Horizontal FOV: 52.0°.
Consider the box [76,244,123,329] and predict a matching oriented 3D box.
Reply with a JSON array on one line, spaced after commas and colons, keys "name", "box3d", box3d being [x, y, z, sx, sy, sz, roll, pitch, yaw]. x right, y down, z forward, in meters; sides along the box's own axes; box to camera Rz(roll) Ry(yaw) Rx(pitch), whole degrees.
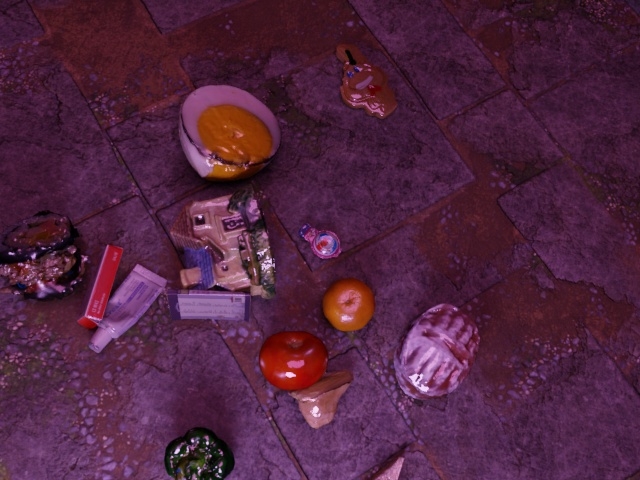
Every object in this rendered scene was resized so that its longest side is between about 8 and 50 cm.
[{"name": "box", "box3d": [-0.629, 0.133, 1.871, 0.050, 0.123, 0.229, 21, 65, -24]}]

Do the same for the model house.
[{"name": "model house", "box3d": [-0.286, 0.019, 1.890, 0.266, 0.261, 0.321, -12, 66, -9]}]

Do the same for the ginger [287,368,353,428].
[{"name": "ginger", "box3d": [0.024, 0.445, 1.859, 0.193, 0.115, 0.122, -21, 94, -22]}]

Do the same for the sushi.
[{"name": "sushi", "box3d": [-0.784, 0.054, 1.856, 0.239, 0.218, 0.225, -4, 30, 19]}]

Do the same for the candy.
[{"name": "candy", "box3d": [0.338, 0.320, 1.905, 0.214, 0.157, 0.289, 33, 69, 1]}]

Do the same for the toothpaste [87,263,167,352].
[{"name": "toothpaste", "box3d": [-0.565, 0.200, 1.892, 0.099, 0.068, 0.282, 44, 60, -19]}]

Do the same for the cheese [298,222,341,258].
[{"name": "cheese", "box3d": [0.000, 0.000, 2.048, 0.145, 0.038, 0.095, 33, 69, 5]}]

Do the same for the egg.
[{"name": "egg", "box3d": [-0.306, -0.310, 2.042, 0.337, 0.201, 0.337, 18, 54, -26]}]

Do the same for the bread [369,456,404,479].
[{"name": "bread", "box3d": [0.157, 0.651, 1.796, 0.105, 0.077, 0.152, 21, 67, 0]}]

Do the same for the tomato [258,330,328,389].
[{"name": "tomato", "box3d": [-0.076, 0.337, 1.838, 0.195, 0.136, 0.195, 2, 26, -1]}]

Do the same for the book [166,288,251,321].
[{"name": "book", "box3d": [-0.316, 0.184, 1.874, 0.231, 0.157, 0.026, 2, 55, -6]}]

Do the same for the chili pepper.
[{"name": "chili pepper", "box3d": [-0.307, 0.568, 1.672, 0.165, 0.261, 0.174, -30, 71, -12]}]

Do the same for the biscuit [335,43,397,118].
[{"name": "biscuit", "box3d": [0.143, -0.557, 2.283, 0.183, 0.047, 0.319, -14, 70, -15]}]

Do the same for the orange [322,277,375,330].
[{"name": "orange", "box3d": [0.083, 0.190, 1.932, 0.159, 0.136, 0.159, -2, 73, 5]}]
